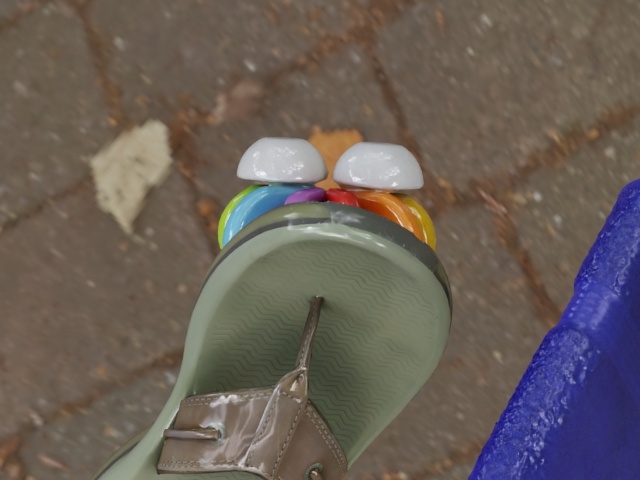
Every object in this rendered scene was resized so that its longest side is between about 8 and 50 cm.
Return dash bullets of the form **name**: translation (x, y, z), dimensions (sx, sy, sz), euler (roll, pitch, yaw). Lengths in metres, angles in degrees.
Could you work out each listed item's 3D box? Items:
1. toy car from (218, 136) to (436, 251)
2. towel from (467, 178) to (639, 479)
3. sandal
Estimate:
- **toy car**: translation (0.000, 0.000, 1.580), dimensions (0.182, 0.136, 0.159), euler (4, 98, 10)
- **towel**: translation (0.218, 0.129, 1.522), dimensions (0.076, 0.227, 0.308), euler (10, 58, 38)
- **sandal**: translation (-0.031, 0.105, 0.931), dimensions (0.303, 0.120, 0.086), euler (-57, 19, 32)
